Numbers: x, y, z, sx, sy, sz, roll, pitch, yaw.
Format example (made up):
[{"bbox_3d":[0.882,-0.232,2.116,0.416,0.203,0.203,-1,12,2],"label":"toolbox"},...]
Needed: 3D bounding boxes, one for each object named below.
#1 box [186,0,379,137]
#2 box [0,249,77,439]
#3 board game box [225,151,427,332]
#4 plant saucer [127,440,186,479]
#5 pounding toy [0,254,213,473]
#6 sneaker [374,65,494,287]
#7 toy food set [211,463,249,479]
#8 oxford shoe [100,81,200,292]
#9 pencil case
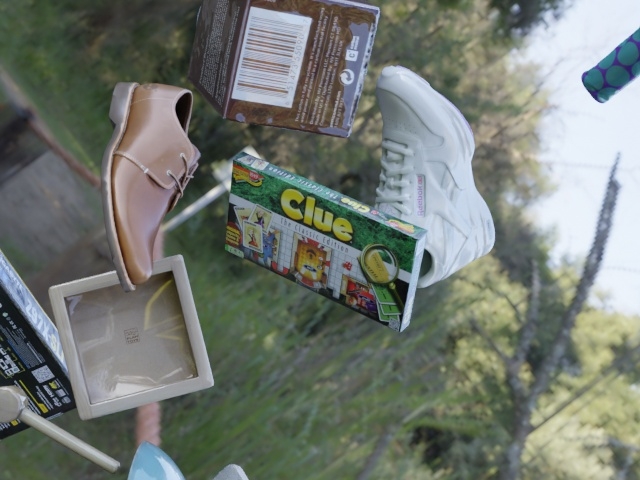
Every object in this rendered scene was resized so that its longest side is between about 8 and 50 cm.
[{"bbox_3d":[-0.052,-0.243,1.445,0.203,0.167,0.169,-130,-131,-61],"label":"box"},{"bbox_3d":[-0.556,0.180,1.850,0.079,0.257,0.322,-103,168,-56],"label":"box"},{"bbox_3d":[0.000,0.000,1.386,0.259,0.030,0.136,24,-56,24],"label":"board game box"},{"bbox_3d":[-0.146,0.334,0.996,0.317,0.043,0.318,-176,-90,-89],"label":"plant saucer"},{"bbox_3d":[-0.210,0.126,1.103,0.094,0.206,0.181,169,-93,-83],"label":"pounding toy"},{"bbox_3d":[0.125,-0.072,1.467,0.114,0.152,0.305,24,-37,54],"label":"sneaker"},{"bbox_3d":[-0.040,0.348,1.261,0.306,0.220,0.092,23,29,-39],"label":"toy food set"},{"bbox_3d":[-0.141,-0.054,0.980,0.076,0.076,0.212,80,8,-57],"label":"oxford shoe"},{"bbox_3d":[0.495,-0.290,1.885,0.064,0.151,0.070,31,45,-18],"label":"pencil case"}]
